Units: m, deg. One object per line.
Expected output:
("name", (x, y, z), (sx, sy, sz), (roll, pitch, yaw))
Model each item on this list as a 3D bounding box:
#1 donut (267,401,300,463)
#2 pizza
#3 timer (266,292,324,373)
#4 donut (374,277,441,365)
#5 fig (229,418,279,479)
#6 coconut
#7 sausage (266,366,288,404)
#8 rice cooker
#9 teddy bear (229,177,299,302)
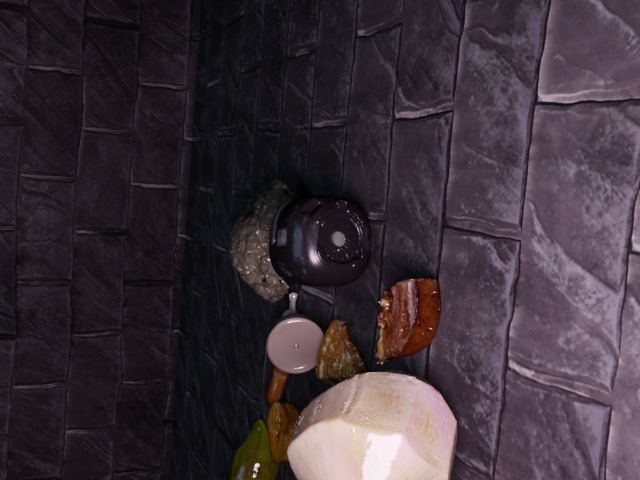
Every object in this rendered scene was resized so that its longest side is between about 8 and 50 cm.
("donut", (-0.110, 0.609, 2.151), (0.190, 0.075, 0.174), (-114, 35, -50))
("pizza", (0.069, 0.325, 1.830), (0.199, 0.062, 0.188), (33, 110, 52))
("timer", (-0.083, 0.275, 2.083), (0.266, 0.175, 0.175), (-112, 31, -74))
("donut", (0.200, 0.180, 1.497), (0.144, 0.126, 0.186), (-12, 80, 56))
("fig", (-0.210, 0.742, 2.271), (0.233, 0.167, 0.167), (-58, 15, -25))
("coconut", (0.109, 0.434, 1.386), (0.352, 0.353, 0.352), (-11, 78, 63))
("sausage", (-0.140, 0.470, 2.247), (0.062, 0.054, 0.183), (24, 111, 28))
("rice cooker", (0.000, 0.000, 1.787), (0.224, 0.267, 0.267), (-15, 74, 62))
("teddy bear", (-0.146, -0.023, 2.193), (0.367, 0.224, 0.357), (-37, 52, 39))
